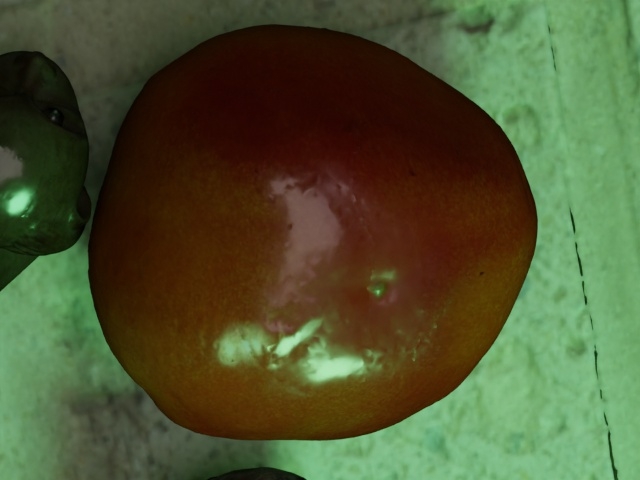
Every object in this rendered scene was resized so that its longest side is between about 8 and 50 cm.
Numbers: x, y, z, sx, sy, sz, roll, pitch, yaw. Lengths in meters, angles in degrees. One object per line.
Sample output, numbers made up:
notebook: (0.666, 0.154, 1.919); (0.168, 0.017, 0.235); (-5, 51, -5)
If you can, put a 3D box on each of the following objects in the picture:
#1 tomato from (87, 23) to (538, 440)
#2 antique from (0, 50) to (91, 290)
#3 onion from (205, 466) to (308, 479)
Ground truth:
tomato: (-0.002, 0.004, 1.077); (0.259, 0.180, 0.260); (-4, 104, -17)
antique: (-0.216, 0.011, 1.037); (0.121, 0.143, 0.257); (42, 85, -17)
onion: (-0.083, 0.212, 1.128); (0.206, 0.098, 0.151); (-48, 131, -5)
